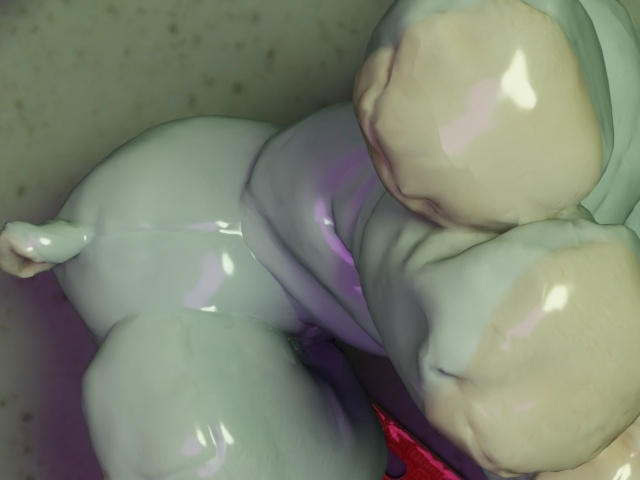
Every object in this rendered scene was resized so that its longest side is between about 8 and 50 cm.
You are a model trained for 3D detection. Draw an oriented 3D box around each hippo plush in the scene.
[{"bbox_3d":[0.000,0.000,0.641,0.236,0.234,0.294,-17,75,19],"label":"hippo plush"}]

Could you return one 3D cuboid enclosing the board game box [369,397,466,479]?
[{"bbox_3d":[-0.055,0.171,0.796,0.124,0.039,0.259,41,97,-3],"label":"board game box"}]
